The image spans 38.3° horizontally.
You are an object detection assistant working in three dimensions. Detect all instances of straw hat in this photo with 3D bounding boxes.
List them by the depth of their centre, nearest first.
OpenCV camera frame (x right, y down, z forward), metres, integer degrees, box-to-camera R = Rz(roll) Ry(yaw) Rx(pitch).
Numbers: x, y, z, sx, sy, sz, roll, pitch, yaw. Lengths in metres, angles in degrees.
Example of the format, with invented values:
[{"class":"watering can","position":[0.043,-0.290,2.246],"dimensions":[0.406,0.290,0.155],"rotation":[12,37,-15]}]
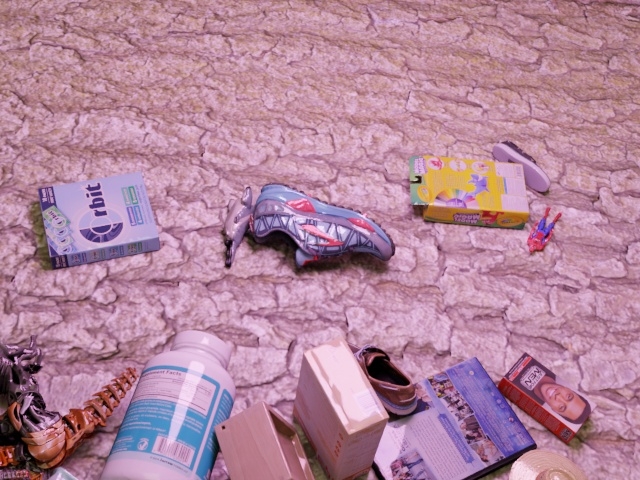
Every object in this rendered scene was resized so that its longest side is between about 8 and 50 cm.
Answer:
[{"class":"straw hat","position":[0.356,0.371,1.372],"dimensions":[0.144,0.061,0.144],"rotation":[5,58,-8]}]

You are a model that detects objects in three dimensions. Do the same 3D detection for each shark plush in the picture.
[{"class":"shark plush","position":[-0.132,-0.026,1.632],"dimensions":[0.067,0.073,0.161],"rotation":[33,43,-20]}]

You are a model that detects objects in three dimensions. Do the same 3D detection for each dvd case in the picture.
[{"class":"dvd case","position":[0.188,0.301,1.441],"dimensions":[0.253,0.022,0.180],"rotation":[-20,58,-22]}]

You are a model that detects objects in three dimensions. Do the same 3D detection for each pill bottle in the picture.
[{"class":"pill bottle","position":[-0.209,0.263,1.335],"dimensions":[0.146,0.146,0.264],"rotation":[14,51,3]}]

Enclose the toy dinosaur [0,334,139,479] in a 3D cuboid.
[{"class":"toy dinosaur","position":[-0.425,0.269,1.330],"dimensions":[0.322,0.164,0.218],"rotation":[-18,70,-42]}]

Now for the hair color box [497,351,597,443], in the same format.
[{"class":"hair color box","position":[0.364,0.253,1.489],"dimensions":[0.141,0.043,0.072],"rotation":[37,55,19]}]

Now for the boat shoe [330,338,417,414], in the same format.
[{"class":"boat shoe","position":[0.081,0.199,1.460],"dimensions":[0.183,0.066,0.066],"rotation":[29,47,30]}]

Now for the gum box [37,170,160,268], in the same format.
[{"class":"gum box","position":[-0.388,-0.038,1.610],"dimensions":[0.184,0.041,0.157],"rotation":[-11,55,-15]}]

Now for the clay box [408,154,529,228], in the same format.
[{"class":"clay box","position":[0.274,-0.093,1.739],"dimensions":[0.222,0.053,0.127],"rotation":[5,52,-3]}]

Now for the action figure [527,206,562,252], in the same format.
[{"class":"action figure","position":[0.413,-0.017,1.717],"dimensions":[0.038,0.030,0.115],"rotation":[31,56,9]}]

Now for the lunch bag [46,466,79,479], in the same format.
[{"class":"lunch bag","position":[-0.294,0.458,1.167],"dimensions":[0.262,0.160,0.223],"rotation":[33,51,3]}]

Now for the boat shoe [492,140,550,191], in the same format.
[{"class":"boat shoe","position":[0.401,-0.151,1.806],"dimensions":[0.040,0.049,0.142],"rotation":[-31,60,-28]}]

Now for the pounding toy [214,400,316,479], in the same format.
[{"class":"pounding toy","position":[-0.053,0.361,1.293],"dimensions":[0.094,0.181,0.206],"rotation":[-29,53,5]}]

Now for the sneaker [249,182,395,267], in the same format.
[{"class":"sneaker","position":[0.000,0.000,1.620],"dimensions":[0.262,0.104,0.125],"rotation":[20,74,7]}]

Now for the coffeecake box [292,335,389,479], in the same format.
[{"class":"coffeecake box","position":[0.025,0.254,1.349],"dimensions":[0.068,0.185,0.142],"rotation":[-19,58,-21]}]
